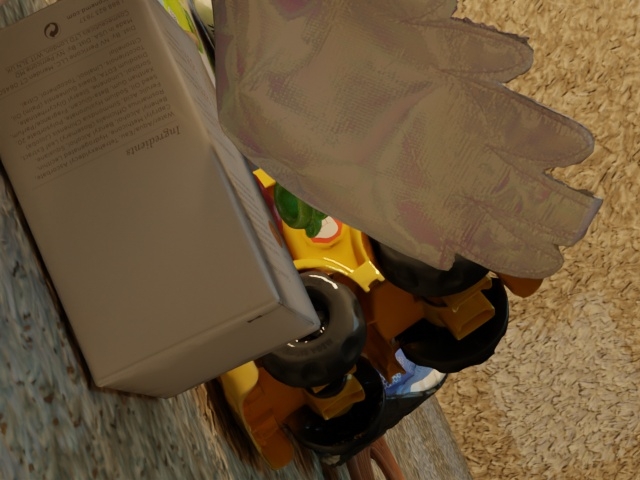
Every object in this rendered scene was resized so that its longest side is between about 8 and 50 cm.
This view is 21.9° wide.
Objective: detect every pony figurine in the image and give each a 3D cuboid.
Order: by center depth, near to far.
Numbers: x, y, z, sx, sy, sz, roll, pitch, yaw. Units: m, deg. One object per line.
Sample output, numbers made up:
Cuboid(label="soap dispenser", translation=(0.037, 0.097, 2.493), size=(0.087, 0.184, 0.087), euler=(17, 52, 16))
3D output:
Cuboid(label="pony figurine", translation=(-0.004, -0.176, 0.689), size=(0.303, 0.351, 0.363), euler=(110, -5, -46))

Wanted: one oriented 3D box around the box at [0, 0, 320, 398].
Cuboid(label="box", translation=(-0.082, -0.021, 0.790), size=(0.130, 0.091, 0.170), euler=(45, 20, -78))

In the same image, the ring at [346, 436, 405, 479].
Cuboid(label="ring", translation=(0.074, 0.277, 1.364), size=(0.336, 0.032, 0.336), euler=(-24, 90, -84))

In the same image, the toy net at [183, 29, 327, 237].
Cuboid(label="toy net", translation=(-0.054, -0.061, 0.914), size=(0.232, 0.045, 0.122), euler=(1, -73, 59))

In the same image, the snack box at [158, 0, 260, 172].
Cuboid(label="snack box", translation=(-0.105, -0.115, 1.129), size=(0.207, 0.070, 0.174), euler=(63, 5, -45))

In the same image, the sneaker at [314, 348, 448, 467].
Cuboid(label="sneaker", translation=(-0.002, 0.051, 1.277), size=(0.147, 0.130, 0.330), euler=(48, 8, -23))

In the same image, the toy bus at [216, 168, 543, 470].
Cuboid(label="toy bus", translation=(0.000, 0.000, 1.027), size=(0.211, 0.220, 0.149), euler=(50, -11, 25))

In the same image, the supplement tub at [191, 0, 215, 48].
Cuboid(label="supplement tub", translation=(-0.005, -0.126, 1.150), size=(0.117, 0.117, 0.190), euler=(-109, 175, -48))
